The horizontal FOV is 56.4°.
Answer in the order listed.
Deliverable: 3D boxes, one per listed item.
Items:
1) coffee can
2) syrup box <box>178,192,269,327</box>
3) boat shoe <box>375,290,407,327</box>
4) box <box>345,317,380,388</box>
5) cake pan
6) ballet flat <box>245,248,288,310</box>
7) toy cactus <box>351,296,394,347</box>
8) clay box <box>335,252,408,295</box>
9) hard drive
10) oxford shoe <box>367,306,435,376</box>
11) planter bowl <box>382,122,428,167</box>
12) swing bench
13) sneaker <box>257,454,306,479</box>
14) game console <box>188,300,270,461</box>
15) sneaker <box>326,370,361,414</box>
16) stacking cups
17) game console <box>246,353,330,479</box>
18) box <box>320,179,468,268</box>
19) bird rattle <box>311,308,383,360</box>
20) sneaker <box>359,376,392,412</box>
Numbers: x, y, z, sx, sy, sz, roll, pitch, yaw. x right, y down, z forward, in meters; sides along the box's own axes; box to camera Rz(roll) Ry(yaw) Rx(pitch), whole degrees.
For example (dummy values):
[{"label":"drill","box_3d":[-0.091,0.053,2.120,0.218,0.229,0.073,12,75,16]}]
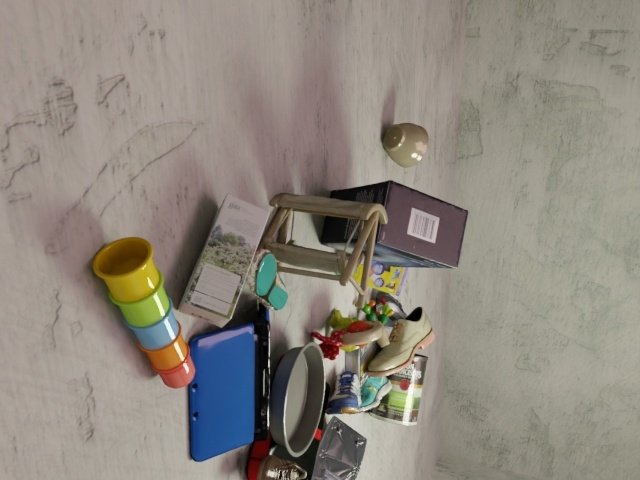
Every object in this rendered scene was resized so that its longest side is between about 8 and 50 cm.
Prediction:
[{"label":"coffee can","box_3d":[0.319,0.593,2.445,0.201,0.201,0.276,24,76,-66]},{"label":"syrup box","box_3d":[-0.187,0.038,1.170,0.096,0.093,0.237,138,-28,-64]},{"label":"boat shoe","box_3d":[0.278,0.275,2.383,0.301,0.108,0.102,46,31,-59]},{"label":"box","box_3d":[0.160,0.411,2.197,0.231,0.056,0.183,-40,133,-58]},{"label":"cake pan","box_3d":[-0.059,0.410,1.566,0.293,0.054,0.294,4,90,-70]},{"label":"ballet flat","box_3d":[-0.131,0.086,1.293,0.091,0.077,0.241,-57,158,-24]},{"label":"toy cactus","box_3d":[0.201,0.290,2.140,0.219,0.112,0.181,-10,70,-58]},{"label":"clay box","box_3d":[0.167,0.085,1.911,0.053,0.221,0.128,-164,-88,-72]},{"label":"hard drive","box_3d":[0.047,0.720,1.933,0.172,0.054,0.255,39,49,-15]},{"label":"oxford shoe","box_3d":[0.288,0.379,2.249,0.397,0.140,0.147,-30,108,-48]},{"label":"planter bowl","box_3d":[0.295,-0.358,2.160,0.109,0.162,0.162,19,79,-40]},{"label":"swing bench","box_3d":[0.000,0.000,1.436,0.165,0.253,0.255,54,48,-58]},{"label":"sneaker","box_3d":[-0.093,0.574,1.491,0.188,0.071,0.066,39,57,-65]},{"label":"game console","box_3d":[-0.201,0.306,1.359,0.250,0.173,0.293,-115,-153,-74]},{"label":"sneaker","box_3d":[0.076,0.500,1.971,0.296,0.111,0.131,54,34,-80]},{"label":"stacking cups","box_3d":[-0.293,0.138,1.032,0.316,0.095,0.096,83,27,-43]},{"label":"game console","box_3d":[-0.080,0.532,1.697,0.386,0.060,0.342,55,43,-59]},{"label":"box","box_3d":[0.207,-0.033,1.719,0.296,0.294,0.183,17,81,-29]},{"label":"bird rattle","box_3d":[0.087,0.280,1.824,0.253,0.206,0.143,8,72,-76]},{"label":"sneaker","box_3d":[0.171,0.569,2.259,0.275,0.107,0.110,-31,97,-57]}]
